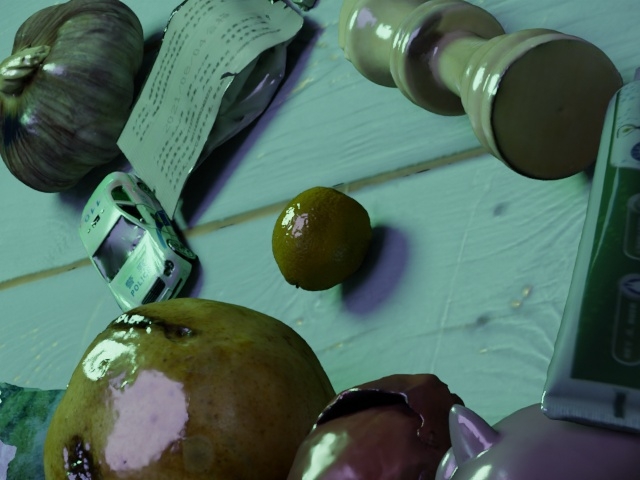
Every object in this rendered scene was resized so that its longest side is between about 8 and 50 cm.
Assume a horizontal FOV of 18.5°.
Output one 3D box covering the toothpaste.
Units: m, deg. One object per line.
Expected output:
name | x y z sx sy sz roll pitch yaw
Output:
toothpaste | 0.217 -0.005 1.338 0.392 0.098 0.061 -73 -9 -49

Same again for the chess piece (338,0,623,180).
chess piece | 0.105 -0.154 1.658 0.117 0.117 0.397 -60 28 4

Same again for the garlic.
garlic | -0.306 -0.174 2.271 0.245 0.160 0.245 -37 45 48

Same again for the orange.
orange | 0.000 0.000 1.726 0.095 0.085 0.085 -62 29 9

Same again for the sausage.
sausage | 0.035 0.231 1.418 0.152 0.152 0.280 -9 59 55

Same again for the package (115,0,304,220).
package | -0.127 -0.169 2.076 0.251 0.062 0.204 -53 32 10

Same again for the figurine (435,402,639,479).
figurine | 0.201 0.203 1.216 0.287 0.186 0.176 22 124 41

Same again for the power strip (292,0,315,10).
power strip | -0.005 -0.277 2.027 0.027 0.017 0.083 21 85 59

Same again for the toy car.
toy car | -0.200 0.003 2.044 0.090 0.076 0.224 -54 30 12

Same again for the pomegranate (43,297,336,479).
pomegranate | -0.103 0.174 1.600 0.260 0.260 0.260 -38 38 37

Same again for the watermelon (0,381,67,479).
watermelon | -0.285 0.248 1.909 0.260 0.256 0.176 -54 -14 30
